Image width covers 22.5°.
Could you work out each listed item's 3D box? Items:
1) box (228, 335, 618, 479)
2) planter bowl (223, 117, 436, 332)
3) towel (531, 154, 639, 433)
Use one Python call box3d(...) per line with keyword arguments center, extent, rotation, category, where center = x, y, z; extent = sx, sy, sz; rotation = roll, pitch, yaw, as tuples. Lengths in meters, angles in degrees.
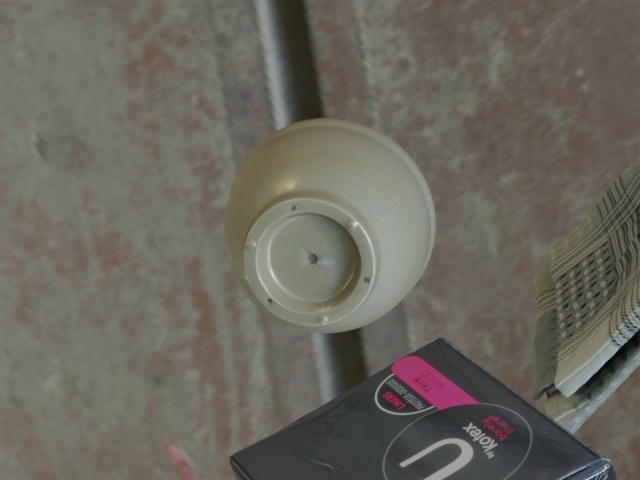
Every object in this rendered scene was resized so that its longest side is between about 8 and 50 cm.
box3d(center=(0.082, 0.216, 0.842), extent=(0.165, 0.143, 0.270), rotation=(36, 150, 57), category="box")
box3d(center=(0.000, 0.000, 1.179), extent=(0.162, 0.109, 0.162), rotation=(3, 107, 8), category="planter bowl")
box3d(center=(0.297, -0.004, 1.487), extent=(0.056, 0.312, 0.324), rotation=(32, 116, -11), category="towel")
